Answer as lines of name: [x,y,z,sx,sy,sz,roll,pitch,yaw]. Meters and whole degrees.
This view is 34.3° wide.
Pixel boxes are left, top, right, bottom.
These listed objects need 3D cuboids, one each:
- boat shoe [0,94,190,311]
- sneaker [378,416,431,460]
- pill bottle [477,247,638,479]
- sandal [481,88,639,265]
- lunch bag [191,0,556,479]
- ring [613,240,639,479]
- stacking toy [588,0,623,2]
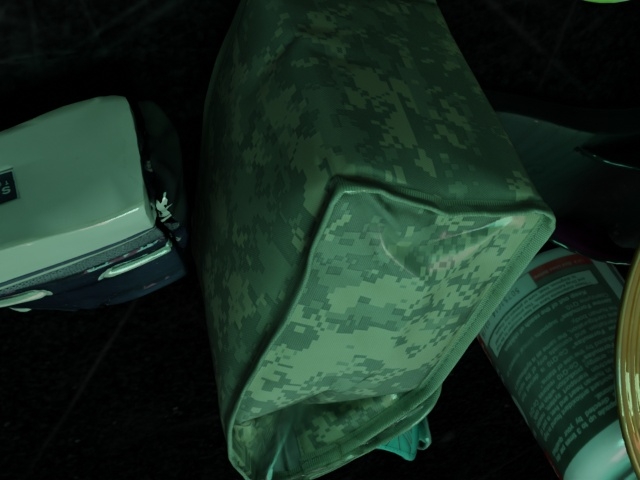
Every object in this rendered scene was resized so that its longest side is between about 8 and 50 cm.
boat shoe: [-0.246,0.014,0.700,0.340,0.127,0.158,-12,156,-1]
sneaker: [0.059,0.081,0.837,0.123,0.178,0.295,19,138,-24]
pill bottle: [0.279,0.155,1.002,0.161,0.283,0.161,-15,139,-13]
sandal: [0.265,-0.036,0.902,0.445,0.107,0.168,-1,134,-21]
lunch bag: [0.000,0.000,0.717,0.169,0.235,0.287,6,133,-25]
ring: [0.355,0.086,0.852,0.336,0.032,0.337,-1,92,-30]
stacking toy: [0.226,-0.154,0.598,0.309,0.130,0.279,42,153,-11]
